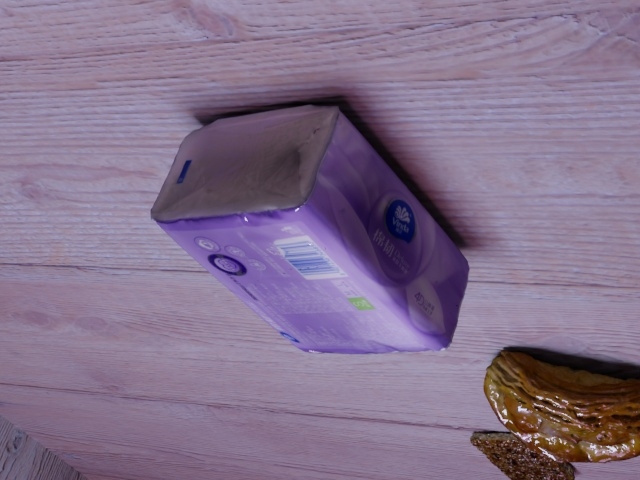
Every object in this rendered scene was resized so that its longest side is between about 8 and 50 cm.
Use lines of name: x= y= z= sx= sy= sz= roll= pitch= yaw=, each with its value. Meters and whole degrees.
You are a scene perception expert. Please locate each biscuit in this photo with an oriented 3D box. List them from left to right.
biscuit: x=0.362 y=0.387 z=2.148 sx=0.131 sy=0.026 sz=0.237 roll=-5 pitch=144 yaw=40

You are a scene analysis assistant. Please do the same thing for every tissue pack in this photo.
tissue pack: x=0.000 y=0.000 z=1.514 sx=0.242 sy=0.160 sz=0.338 roll=-2 pitch=147 yaw=37

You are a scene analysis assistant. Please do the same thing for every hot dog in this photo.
hot dog: x=0.352 y=0.242 z=1.791 sx=0.259 sy=0.114 sz=0.175 roll=8 pitch=150 yaw=17
